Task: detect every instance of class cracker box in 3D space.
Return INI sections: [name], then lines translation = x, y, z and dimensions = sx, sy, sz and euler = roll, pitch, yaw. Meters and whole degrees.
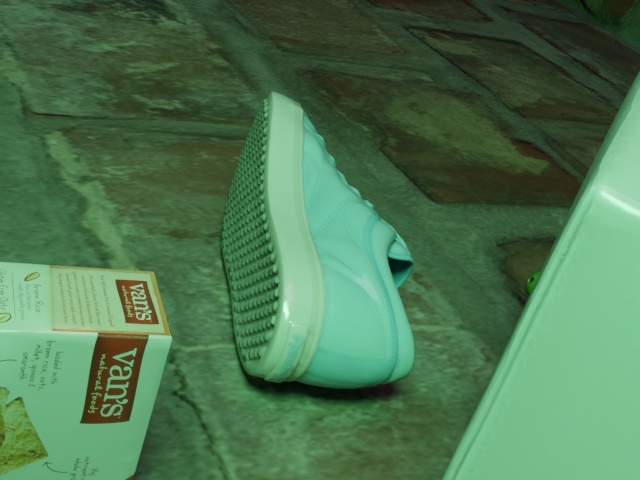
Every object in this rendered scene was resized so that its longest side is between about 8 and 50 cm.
[cracker box]
translation = -0.212, 0.089, 0.497
dimensions = 0.232, 0.155, 0.067
euler = 4, 32, -25

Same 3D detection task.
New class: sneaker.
[sneaker]
translation = 0.000, 0.000, 0.825
dimensions = 0.150, 0.135, 0.366
euler = 17, 37, -20

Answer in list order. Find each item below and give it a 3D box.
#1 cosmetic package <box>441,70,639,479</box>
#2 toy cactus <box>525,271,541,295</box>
[cosmetic package]
translation = 0.300, 0.135, 0.550
dimensions = 0.394, 0.327, 0.329
euler = 26, 30, 13
[toy cactus]
translation = 0.301, 0.074, 0.824
dimensions = 0.219, 0.180, 0.112
euler = 40, 15, 25
